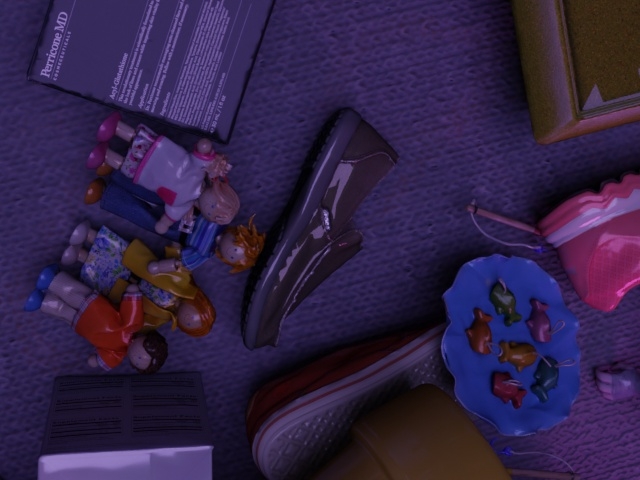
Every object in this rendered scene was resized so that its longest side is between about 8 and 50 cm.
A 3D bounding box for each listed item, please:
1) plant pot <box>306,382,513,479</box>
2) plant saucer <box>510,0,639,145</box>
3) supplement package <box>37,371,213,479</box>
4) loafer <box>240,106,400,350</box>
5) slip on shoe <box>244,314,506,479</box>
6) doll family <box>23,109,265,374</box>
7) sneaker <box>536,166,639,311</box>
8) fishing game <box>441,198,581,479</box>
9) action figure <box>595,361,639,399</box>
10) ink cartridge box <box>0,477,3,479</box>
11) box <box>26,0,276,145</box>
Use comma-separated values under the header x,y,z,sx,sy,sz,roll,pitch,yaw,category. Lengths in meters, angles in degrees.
x,y,z,sx,sy,sz,roll,pitch,yaw,category
0.051,0.288,0.952,0.239,0.254,0.254,-27,105,-9,plant pot
0.271,-0.186,0.978,0.188,0.045,0.188,-15,113,0,plant saucer
-0.177,0.245,1.026,0.149,0.203,0.194,-1,102,-10,supplement package
0.000,0.000,1.061,0.087,0.094,0.251,26,96,-10,loafer
0.074,0.137,1.103,0.331,0.101,0.123,-21,121,-18,slip on shoe
-0.142,0.002,1.013,0.163,0.118,0.263,30,116,3,doll family
0.380,-0.023,1.102,0.314,0.116,0.136,-21,86,3,sneaker
0.191,0.095,1.063,0.189,0.041,0.264,17,66,-31,fishing game
0.459,0.195,1.108,0.248,0.276,0.370,-32,120,4,action figure
-0.398,0.245,0.976,0.129,0.223,0.307,-45,106,3,ink cartridge box
-0.131,-0.240,0.982,0.184,0.103,0.261,18,99,-16,box
